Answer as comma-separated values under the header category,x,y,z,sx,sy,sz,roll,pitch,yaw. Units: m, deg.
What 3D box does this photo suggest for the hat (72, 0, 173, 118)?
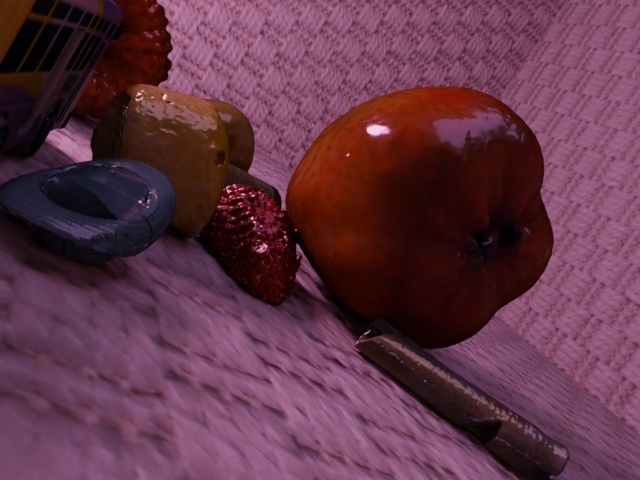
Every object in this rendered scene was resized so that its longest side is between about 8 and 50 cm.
category,x,y,z,sx,sy,sz,roll,pitch,yaw
hat,-0.454,-0.405,1.195,0.285,0.285,0.400,30,4,-25

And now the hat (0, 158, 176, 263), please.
category,x,y,z,sx,sy,sz,roll,pitch,yaw
hat,-0.230,-0.022,0.575,0.138,0.078,0.191,27,26,12

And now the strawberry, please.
category,x,y,z,sx,sy,sz,roll,pitch,yaw
strawberry,-0.095,-0.012,0.895,0.188,0.106,0.286,27,11,-30

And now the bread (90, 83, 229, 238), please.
category,x,y,z,sx,sy,sz,roll,pitch,yaw
bread,-0.217,-0.111,0.791,0.170,0.197,0.197,13,19,-33

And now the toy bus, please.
category,x,y,z,sx,sy,sz,roll,pitch,yaw
toy bus,-0.371,-0.236,0.613,0.209,0.249,0.440,31,9,-17

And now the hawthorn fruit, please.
category,x,y,z,sx,sy,sz,roll,pitch,yaw
hawthorn fruit,0.167,-0.051,1.024,0.471,0.472,0.472,33,9,-6

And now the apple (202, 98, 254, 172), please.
category,x,y,z,sx,sy,sz,roll,pitch,yaw
apple,-0.229,-0.189,1.127,0.200,0.200,0.200,33,9,-6

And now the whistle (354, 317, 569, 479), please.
category,x,y,z,sx,sy,sz,roll,pitch,yaw
whistle,0.195,0.225,0.814,0.326,0.057,0.068,35,51,15

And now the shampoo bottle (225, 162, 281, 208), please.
category,x,y,z,sx,sy,sz,roll,pitch,yaw
shampoo bottle,-0.197,-0.100,1.016,0.283,0.101,0.101,26,12,-45
